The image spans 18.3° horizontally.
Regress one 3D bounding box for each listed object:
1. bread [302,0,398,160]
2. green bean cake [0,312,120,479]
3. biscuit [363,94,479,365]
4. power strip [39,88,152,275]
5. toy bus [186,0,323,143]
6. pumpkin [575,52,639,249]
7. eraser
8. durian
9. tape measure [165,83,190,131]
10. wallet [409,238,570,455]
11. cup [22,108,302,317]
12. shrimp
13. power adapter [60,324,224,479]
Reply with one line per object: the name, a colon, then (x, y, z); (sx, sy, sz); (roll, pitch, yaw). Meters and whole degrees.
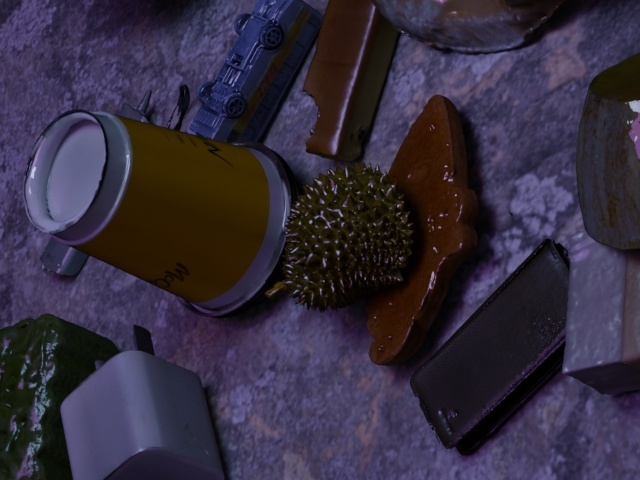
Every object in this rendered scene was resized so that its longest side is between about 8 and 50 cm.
bread: (0.032, -0.192, 2.112); (0.088, 0.049, 0.226); (7, 77, 48)
green bean cake: (-0.340, 0.221, 2.235); (0.222, 0.125, 0.248); (-20, 57, 39)
biscuit: (0.094, -0.009, 1.954); (0.183, 0.043, 0.280); (-9, 61, 49)
power strip: (-0.260, -0.068, 2.375); (0.060, 0.027, 0.253); (35, 97, 51)
toy bus: (-0.073, -0.187, 2.200); (0.064, 0.075, 0.190); (28, 91, 48)
pumpkin: (0.295, -0.101, 1.688); (0.217, 0.110, 0.217); (-30, 16, 10)
eraser: (0.355, 0.029, 1.631); (0.343, 0.078, 0.144); (-17, 57, 41)
durian: (0.000, 0.000, 1.966); (0.208, 0.102, 0.146); (-38, 49, 42)
tape measure: (-0.214, -0.097, 2.279); (0.104, 0.107, 0.180); (-14, 63, 46)
wallet: (0.169, 0.100, 1.828); (0.198, 0.031, 0.110); (-46, 44, 21)
cup: (-0.159, -0.034, 2.063); (0.196, 0.279, 0.196); (-17, 65, 40)
shrimp: (0.187, -0.280, 1.919); (0.445, 0.110, 0.221); (9, 119, 43)
power adapter: (-0.194, 0.185, 2.098); (0.130, 0.125, 0.205); (-40, 44, 27)
